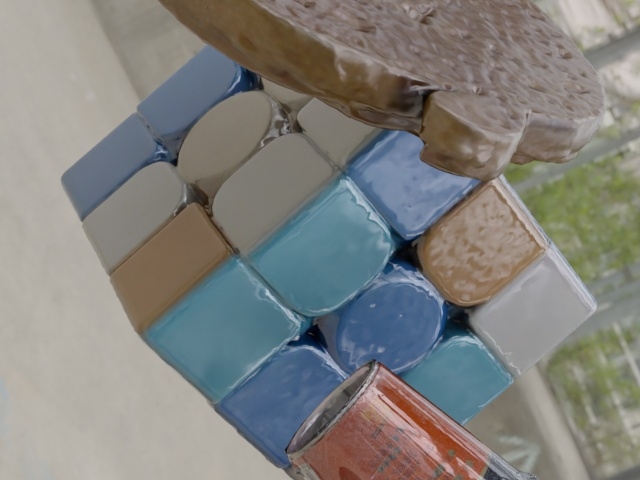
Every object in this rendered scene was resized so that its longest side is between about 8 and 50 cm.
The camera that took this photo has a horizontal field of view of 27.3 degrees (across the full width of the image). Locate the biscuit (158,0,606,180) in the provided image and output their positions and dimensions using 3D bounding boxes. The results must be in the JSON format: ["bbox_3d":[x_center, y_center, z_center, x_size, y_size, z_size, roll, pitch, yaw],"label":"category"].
[{"bbox_3d":[0.041,-0.151,0.948,0.394,0.070,0.350,16,33,-30],"label":"biscuit"}]

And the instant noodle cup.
[{"bbox_3d":[0.054,0.154,0.856,0.135,0.127,0.127,44,13,-3],"label":"instant noodle cup"}]

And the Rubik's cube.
[{"bbox_3d":[0.000,0.000,1.322,0.346,0.344,0.347,48,1,-37],"label":"Rubik's cube"}]
